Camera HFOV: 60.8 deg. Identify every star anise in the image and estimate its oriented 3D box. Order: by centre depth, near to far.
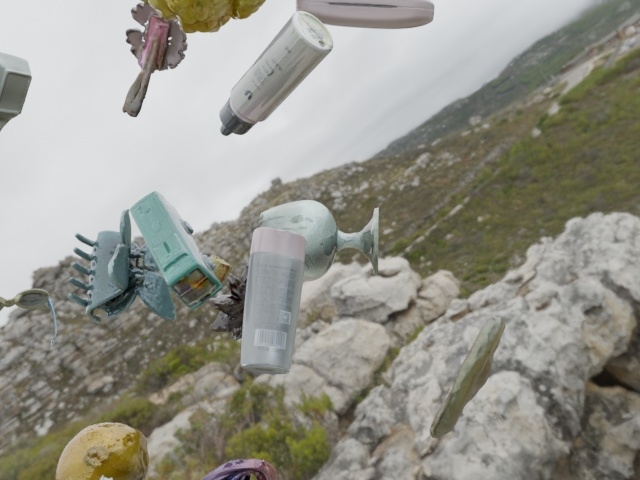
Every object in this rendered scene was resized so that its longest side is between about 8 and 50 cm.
[{"bbox_3d":[-0.211,0.190,1.609,0.109,0.236,0.223,15,75,37],"label":"star anise"}]

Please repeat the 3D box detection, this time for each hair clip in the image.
[{"bbox_3d":[-0.460,-0.476,1.458,0.300,0.173,0.069,-62,3,23],"label":"hair clip"},{"bbox_3d":[-0.696,0.102,1.861,0.239,0.318,0.392,-16,-31,9],"label":"hair clip"}]

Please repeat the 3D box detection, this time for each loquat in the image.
[{"bbox_3d":[-0.478,0.497,1.205,0.188,0.175,0.234,-12,-28,-11],"label":"loquat"}]

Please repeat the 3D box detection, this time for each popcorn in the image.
[{"bbox_3d":[-0.233,-0.619,1.132,0.382,0.348,0.349,4,21,24],"label":"popcorn"}]

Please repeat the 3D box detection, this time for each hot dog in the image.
[{"bbox_3d":[-0.281,0.081,1.296,0.169,0.078,0.061,-14,11,13],"label":"hot dog"}]

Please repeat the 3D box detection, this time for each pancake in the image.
[{"bbox_3d":[0.234,0.216,0.848,0.222,0.042,0.236,-52,-22,-25],"label":"pancake"}]

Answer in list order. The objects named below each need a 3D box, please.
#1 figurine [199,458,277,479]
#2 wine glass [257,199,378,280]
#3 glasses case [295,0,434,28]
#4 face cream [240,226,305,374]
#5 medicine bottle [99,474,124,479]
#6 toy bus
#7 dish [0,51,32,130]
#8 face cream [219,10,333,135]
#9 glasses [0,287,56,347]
[{"bbox_3d":[-0.096,0.371,0.717,0.126,0.157,0.114,-11,-28,-45],"label":"figurine"},{"bbox_3d":[0.000,0.000,1.489,0.323,0.237,0.238,-2,7,5],"label":"wine glass"},{"bbox_3d":[0.094,-0.497,1.170,0.297,0.075,0.113,5,16,7],"label":"glasses case"},{"bbox_3d":[-0.086,0.107,1.012,0.073,0.108,0.269,132,146,-60],"label":"face cream"},{"bbox_3d":[-0.273,0.540,0.984,0.124,0.325,0.179,-66,11,-18],"label":"medicine bottle"},{"bbox_3d":[-0.285,0.014,1.058,0.091,0.261,0.109,-39,-38,-4],"label":"toy bus"},{"bbox_3d":[-0.894,-0.404,1.537,0.234,0.064,0.154,-64,-10,14],"label":"dish"},{"bbox_3d":[-0.105,-0.292,1.033,0.311,0.092,0.092,-36,1,42],"label":"face cream"},{"bbox_3d":[-0.749,0.197,1.349,0.190,0.088,0.221,-10,27,-37],"label":"glasses"}]
